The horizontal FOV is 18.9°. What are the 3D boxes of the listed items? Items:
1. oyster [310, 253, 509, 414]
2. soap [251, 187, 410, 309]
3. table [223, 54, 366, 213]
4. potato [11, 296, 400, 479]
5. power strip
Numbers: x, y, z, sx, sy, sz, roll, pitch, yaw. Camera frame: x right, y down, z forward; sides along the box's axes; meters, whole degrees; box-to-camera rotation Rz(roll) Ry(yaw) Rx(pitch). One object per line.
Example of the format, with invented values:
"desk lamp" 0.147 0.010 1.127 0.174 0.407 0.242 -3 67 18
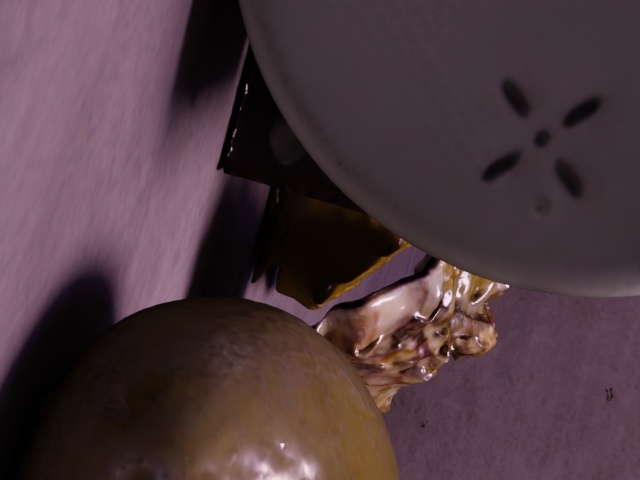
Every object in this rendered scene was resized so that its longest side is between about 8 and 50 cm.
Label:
"oyster" 0.018 0.064 1.119 0.214 0.083 0.223 -33 172 12
"soap" 0.140 -0.070 1.246 0.169 0.304 0.339 -36 142 -73
"table" 0.064 -0.113 1.077 0.169 0.172 0.193 -37 143 -79
"potato" -0.048 0.116 0.815 0.178 0.160 0.235 69 16 12
"power strip" 0.124 -0.144 0.894 0.161 0.357 0.358 -36 141 -77
